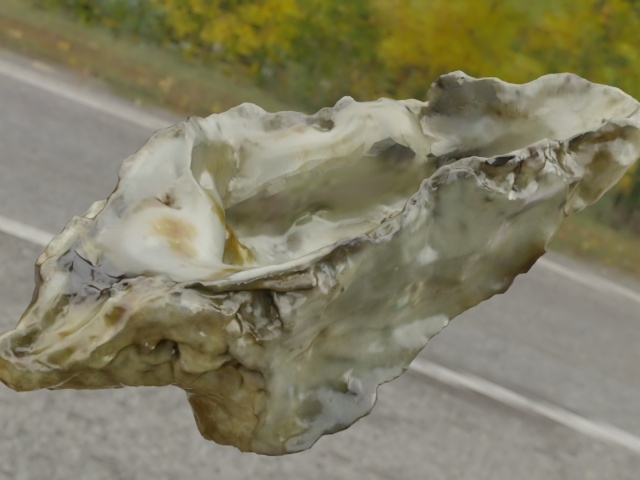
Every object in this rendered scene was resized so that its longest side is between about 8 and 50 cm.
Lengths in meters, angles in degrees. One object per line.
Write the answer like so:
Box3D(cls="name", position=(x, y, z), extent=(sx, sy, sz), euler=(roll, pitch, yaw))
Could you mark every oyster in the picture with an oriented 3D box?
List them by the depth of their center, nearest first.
Box3D(cls="oyster", position=(0.002, 0.004, 0.799), extent=(0.166, 0.110, 0.341), euler=(24, 44, 31))
